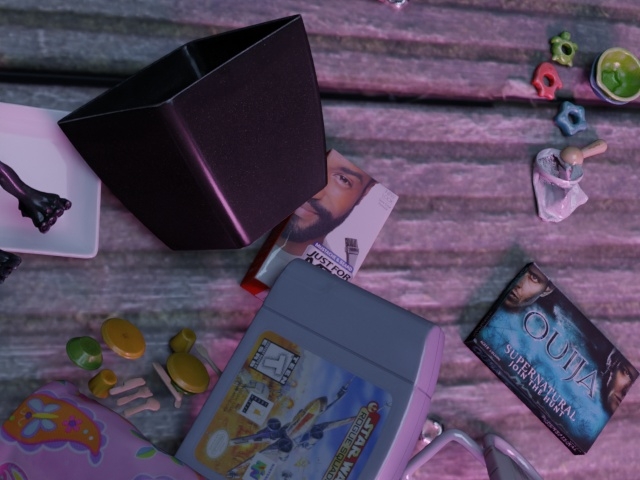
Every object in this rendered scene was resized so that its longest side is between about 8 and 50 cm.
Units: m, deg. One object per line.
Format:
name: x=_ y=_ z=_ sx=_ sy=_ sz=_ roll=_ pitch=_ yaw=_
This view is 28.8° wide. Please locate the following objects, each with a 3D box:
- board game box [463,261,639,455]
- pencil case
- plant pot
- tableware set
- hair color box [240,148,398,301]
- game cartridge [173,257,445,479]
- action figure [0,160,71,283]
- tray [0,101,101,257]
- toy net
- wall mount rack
board game box: x=0.263 y=0.132 z=1.399 sx=0.186 sy=0.026 sz=0.126 roll=45 pitch=66 yaw=-9
pencil case: x=-0.156 y=0.237 z=1.080 sx=0.284 sy=0.124 sz=0.124 roll=29 pitch=65 yaw=21
plant pot: x=-0.103 y=-0.091 z=1.197 sx=0.188 sy=0.187 sz=0.167 roll=-38 pitch=112 yaw=-36
tableware set: x=-0.166 y=0.116 z=1.175 sx=0.104 sy=0.024 sz=0.154 roll=52 pitch=32 yaw=15
hair color box: x=0.000 y=0.000 z=1.297 sx=0.093 sy=0.053 sz=0.167 roll=35 pitch=67 yaw=-13
game cartridge: x=-0.017 y=0.180 z=1.161 sx=0.297 sy=0.198 sz=0.062 roll=-60 pitch=146 yaw=-9
action figure: x=-0.347 y=-0.093 z=1.085 sx=0.275 sy=0.141 sz=0.164 roll=44 pitch=68 yaw=-13
tray: x=-0.342 y=-0.063 z=1.174 sx=0.270 sy=0.030 sz=0.145 roll=6 pitch=78 yaw=-23
toy net: x=0.295 y=-0.135 z=1.458 sx=0.122 sy=0.045 sz=0.232 roll=29 pitch=70 yaw=-16
wall mount rack: x=0.208 y=0.343 z=1.214 sx=0.304 sy=0.350 sz=0.130 roll=44 pitch=100 yaw=-8
